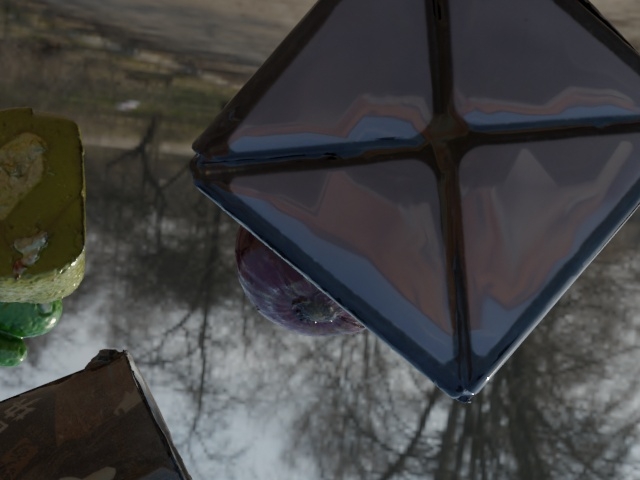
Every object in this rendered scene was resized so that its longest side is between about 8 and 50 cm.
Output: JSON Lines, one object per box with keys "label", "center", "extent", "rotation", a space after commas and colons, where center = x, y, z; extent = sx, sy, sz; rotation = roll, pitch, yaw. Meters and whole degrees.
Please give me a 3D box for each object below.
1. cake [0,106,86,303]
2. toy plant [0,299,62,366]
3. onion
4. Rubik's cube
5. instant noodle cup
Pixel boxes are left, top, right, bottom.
{"label": "cake", "center": [-0.413, -0.051, 1.487], "extent": [0.179, 0.261, 0.156], "rotation": [-1, 161, -15]}
{"label": "toy plant", "center": [-0.581, 0.059, 1.846], "extent": [0.316, 0.224, 0.184], "rotation": [42, 157, -26]}
{"label": "onion", "center": [-0.003, 0.012, 1.290], "extent": [0.207, 0.201, 0.200], "rotation": [18, -171, 34]}
{"label": "Rubik's cube", "center": [0.102, -0.086, 0.953], "extent": [0.307, 0.310, 0.305], "rotation": [42, -175, 1]}
{"label": "instant noodle cup", "center": [-0.214, 0.209, 0.887], "extent": [0.207, 0.217, 0.217], "rotation": [-25, -171, -10]}
